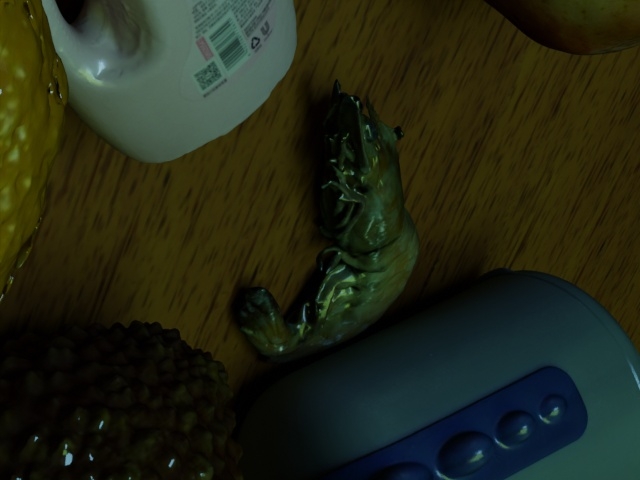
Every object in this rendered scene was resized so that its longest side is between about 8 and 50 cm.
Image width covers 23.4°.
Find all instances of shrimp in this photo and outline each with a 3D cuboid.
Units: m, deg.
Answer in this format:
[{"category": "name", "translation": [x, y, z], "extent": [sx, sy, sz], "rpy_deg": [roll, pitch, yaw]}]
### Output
[{"category": "shrimp", "translation": [0.000, 0.000, 1.172], "extent": [0.169, 0.058, 0.296], "rpy_deg": [-38, 148, -15]}]

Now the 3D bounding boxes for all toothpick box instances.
[{"category": "toothpick box", "translation": [0.090, 0.180, 1.273], "extent": [0.355, 0.263, 0.263], "rpy_deg": [-21, 137, -35]}]

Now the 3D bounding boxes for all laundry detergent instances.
[{"category": "laundry detergent", "translation": [-0.114, -0.182, 0.828], "extent": [0.159, 0.088, 0.335], "rpy_deg": [-42, 145, -11]}]

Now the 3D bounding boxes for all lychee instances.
[{"category": "lychee", "translation": [-0.153, 0.161, 0.992], "extent": [0.271, 0.271, 0.271], "rpy_deg": [-30, 142, -28]}]

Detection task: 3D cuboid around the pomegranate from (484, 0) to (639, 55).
[{"category": "pomegranate", "translation": [0.185, -0.227, 1.042], "extent": [0.209, 0.209, 0.209], "rpy_deg": [-30, 142, -28]}]

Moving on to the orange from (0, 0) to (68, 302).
[{"category": "orange", "translation": [-0.276, -0.046, 0.585], "extent": [0.340, 0.293, 0.340], "rpy_deg": [-47, 156, -28]}]
